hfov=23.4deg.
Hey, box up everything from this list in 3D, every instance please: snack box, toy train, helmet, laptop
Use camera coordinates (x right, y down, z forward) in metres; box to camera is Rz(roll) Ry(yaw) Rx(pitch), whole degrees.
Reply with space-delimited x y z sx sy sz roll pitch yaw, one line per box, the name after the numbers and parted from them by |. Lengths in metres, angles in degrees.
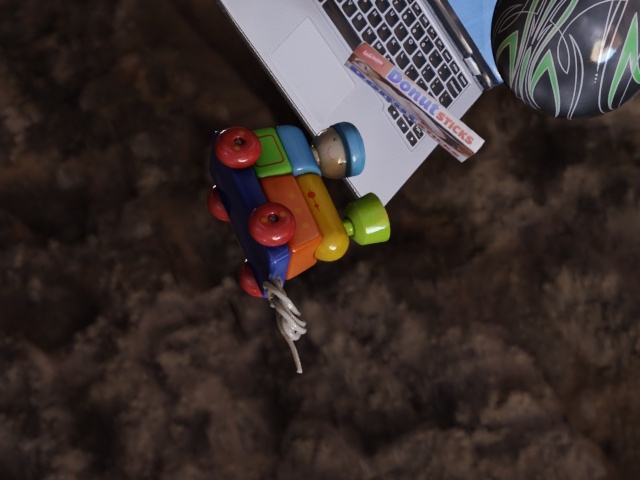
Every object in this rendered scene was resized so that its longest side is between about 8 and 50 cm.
0.106 -0.157 1.755 0.022 0.178 0.064 -51 -178 -10 | snack box
0.000 0.000 1.384 0.143 0.105 0.248 -15 -120 -18 | toy train
0.234 -0.194 1.398 0.169 0.161 0.169 -4 -101 22 | helmet
0.151 -0.298 1.922 0.408 0.382 0.236 -49 -151 -23 | laptop
